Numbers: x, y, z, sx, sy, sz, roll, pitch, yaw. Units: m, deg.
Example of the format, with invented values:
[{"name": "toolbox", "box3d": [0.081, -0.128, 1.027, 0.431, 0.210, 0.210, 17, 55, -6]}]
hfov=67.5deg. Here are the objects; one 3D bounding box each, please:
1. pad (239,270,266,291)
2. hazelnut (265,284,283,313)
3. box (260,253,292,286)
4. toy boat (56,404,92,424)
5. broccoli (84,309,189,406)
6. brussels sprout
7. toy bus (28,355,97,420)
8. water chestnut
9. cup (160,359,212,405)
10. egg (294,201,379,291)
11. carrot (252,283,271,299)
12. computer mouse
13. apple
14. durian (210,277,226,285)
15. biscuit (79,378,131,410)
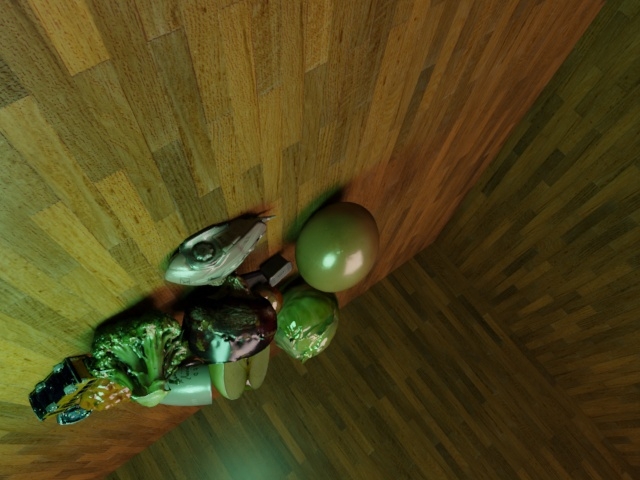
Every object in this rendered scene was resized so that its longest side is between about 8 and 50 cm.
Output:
[{"name": "pad", "box3d": [-0.292, 0.177, 1.942, 0.233, 0.022, 0.174, -17, 152, -54]}, {"name": "hazelnut", "box3d": [-0.240, 0.262, 2.109, 0.150, 0.150, 0.150, -35, 163, -12]}, {"name": "box", "box3d": [-0.177, 0.114, 1.897, 0.122, 0.069, 0.084, -42, 158, -17]}, {"name": "toy boat", "box3d": [-0.923, 0.654, 1.806, 0.061, 0.060, 0.137, -22, 167, 23]}, {"name": "broccoli", "box3d": [-0.540, 0.366, 1.475, 0.304, 0.283, 0.321, -37, 144, 2]}, {"name": "brussels sprout", "box3d": [-0.073, 0.377, 2.365, 0.361, 0.342, 0.425, -42, -177, -22]}, {"name": "toy bus", "box3d": [-0.795, 0.455, 1.488, 0.201, 0.098, 0.114, -44, 162, 12]}, {"name": "water chestnut", "box3d": [-0.313, 0.256, 1.680, 0.335, 0.335, 0.347, -1, 95, -64]}, {"name": "cup", "box3d": [-0.624, 0.649, 2.225, 0.234, 0.258, 0.186, -2, 114, -11]}, {"name": "egg", "box3d": [0.066, 0.024, 1.789, 0.301, 0.301, 0.374, -17, 151, -51]}, {"name": "carrot", "box3d": [-0.300, 0.318, 2.015, 0.298, 0.078, 0.078, -60, 159, 10]}, {"name": "computer mouse", "box3d": [-0.278, 0.035, 1.435, 0.389, 0.115, 0.199, -29, 164, -26]}, {"name": "apple", "box3d": [-0.355, 0.513, 2.178, 0.312, 0.360, 0.320, 3, 178, -21]}, {"name": "durian", "box3d": [-0.341, 0.107, 1.570, 0.091, 0.080, 0.080, -58, 161, 6]}, {"name": "biscuit", "box3d": [-0.721, 0.517, 1.785, 0.318, 0.110, 0.312, -17, 154, -51]}]
